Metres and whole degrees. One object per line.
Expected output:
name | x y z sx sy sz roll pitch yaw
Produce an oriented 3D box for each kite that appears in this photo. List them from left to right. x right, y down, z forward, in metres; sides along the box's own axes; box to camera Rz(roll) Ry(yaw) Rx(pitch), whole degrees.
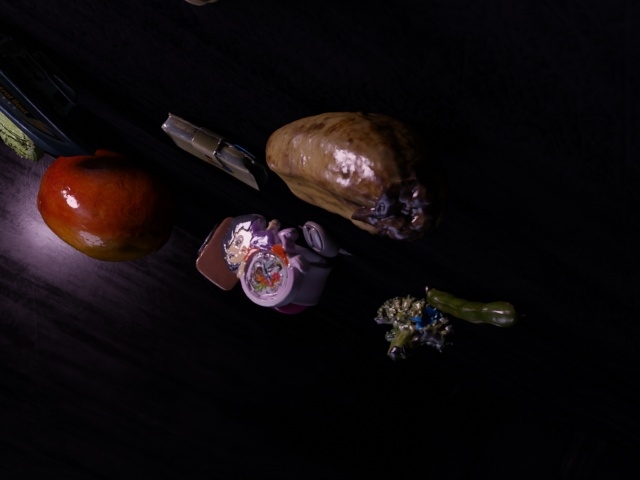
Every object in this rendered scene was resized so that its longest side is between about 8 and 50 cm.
kite | 0.013 0.001 1.136 0.137 0.005 0.152 28 169 -1

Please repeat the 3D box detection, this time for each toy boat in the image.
toy boat | -0.481 -0.248 0.871 0.296 0.122 0.114 51 180 -40

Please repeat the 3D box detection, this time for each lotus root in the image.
lotus root | 0.025 -0.070 0.490 0.110 0.097 0.258 44 170 -35

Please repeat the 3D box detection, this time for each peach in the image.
peach | -0.577 -0.091 1.458 0.372 0.290 0.372 24 172 4

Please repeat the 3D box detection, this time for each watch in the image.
watch | -0.096 0.044 1.284 0.244 0.196 0.231 25 -169 23

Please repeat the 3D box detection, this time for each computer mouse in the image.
computer mouse | -0.001 0.002 1.056 0.066 0.039 0.096 19 161 44

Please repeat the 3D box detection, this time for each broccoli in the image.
broccoli | 0.208 0.204 1.200 0.167 0.160 0.154 39 142 -3

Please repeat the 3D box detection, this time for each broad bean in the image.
broad bean | 0.261 0.118 0.930 0.256 0.052 0.053 8 116 71

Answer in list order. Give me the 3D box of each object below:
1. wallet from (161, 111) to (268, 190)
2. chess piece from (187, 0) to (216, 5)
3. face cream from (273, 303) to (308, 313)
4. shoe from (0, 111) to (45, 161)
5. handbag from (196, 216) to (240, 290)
wallet | -0.156 -0.137 0.801 0.155 0.039 0.110 28 173 5
chess piece | -0.126 -0.198 0.372 0.172 0.060 0.060 20 167 30
face cream | -0.119 0.152 1.772 0.175 0.175 0.195 31 168 -14
shoe | -0.646 -0.286 1.148 0.140 0.128 0.262 21 142 -8
handbag | -0.262 0.032 1.509 0.151 0.193 0.072 37 174 -7
